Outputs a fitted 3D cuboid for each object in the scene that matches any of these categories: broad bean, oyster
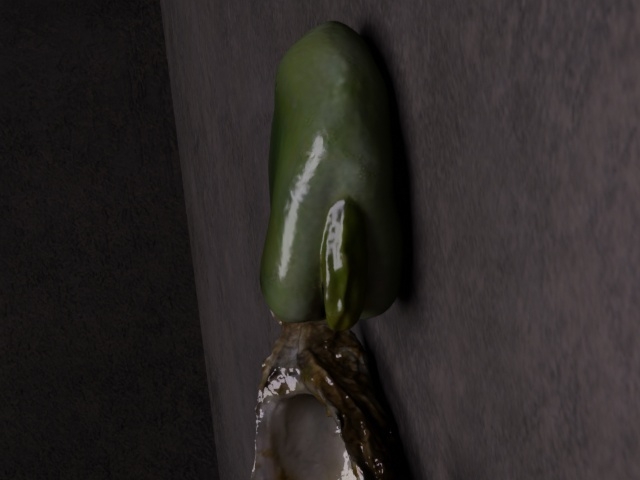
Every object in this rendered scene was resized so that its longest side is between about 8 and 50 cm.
[{"bbox_3d":[0.004,-0.046,0.869,0.169,0.100,0.228,116,148,-60],"label":"broad bean"},{"bbox_3d":[0.029,0.226,0.972,0.204,0.111,0.396,-6,90,62],"label":"oyster"}]
